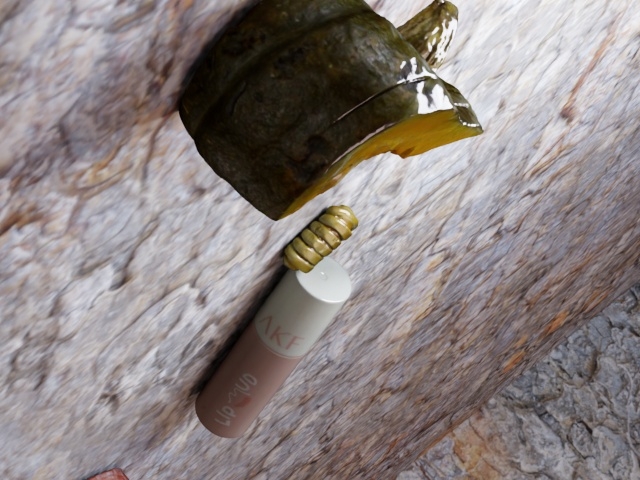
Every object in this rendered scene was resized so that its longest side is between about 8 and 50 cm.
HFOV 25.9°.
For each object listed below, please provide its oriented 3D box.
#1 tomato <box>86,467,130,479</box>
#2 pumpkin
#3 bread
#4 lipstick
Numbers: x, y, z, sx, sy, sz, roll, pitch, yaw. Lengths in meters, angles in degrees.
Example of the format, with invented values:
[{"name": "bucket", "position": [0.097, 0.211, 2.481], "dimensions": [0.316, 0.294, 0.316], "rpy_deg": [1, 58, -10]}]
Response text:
[{"name": "tomato", "position": [-0.262, 0.335, 1.566], "dimensions": [0.139, 0.091, 0.159], "rpy_deg": [-51, 160, 26]}, {"name": "pumpkin", "position": [0.033, -0.118, 0.994], "dimensions": [0.248, 0.131, 0.126], "rpy_deg": [-30, 161, -40]}, {"name": "bread", "position": [0.000, 0.000, 1.395], "dimensions": [0.088, 0.034, 0.049], "rpy_deg": [-42, 158, 3]}, {"name": "lipstick", "position": [-0.055, 0.117, 1.507], "dimensions": [0.070, 0.070, 0.254], "rpy_deg": [-23, 156, -47]}]
